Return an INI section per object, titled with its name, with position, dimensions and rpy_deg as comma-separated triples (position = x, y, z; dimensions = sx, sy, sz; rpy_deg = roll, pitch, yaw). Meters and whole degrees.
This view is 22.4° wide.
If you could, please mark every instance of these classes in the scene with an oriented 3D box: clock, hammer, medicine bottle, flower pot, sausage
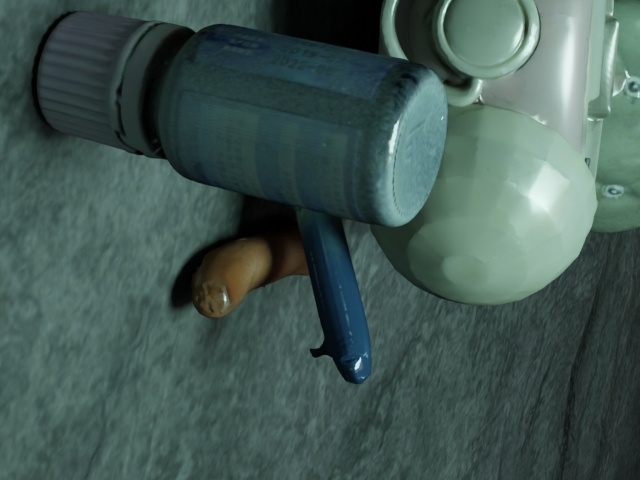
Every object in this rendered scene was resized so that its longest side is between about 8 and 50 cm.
[clock]
position = 0.123, -0.133, 1.107
dimensions = 0.326, 0.184, 0.342
rpy_deg = -21, 111, -83
[hammer]
position = 0.000, 0.000, 1.037
dimensions = 0.116, 0.069, 0.194
rpy_deg = 39, 35, -66
[medicine bottle]
position = -0.043, -0.067, 0.809
dimensions = 0.083, 0.203, 0.083
rpy_deg = 15, 90, -69
[flower pot]
position = 0.238, -0.126, 1.447
dimensions = 0.246, 0.195, 0.246
rpy_deg = 13, 90, -68
[sausage]
position = -0.038, 0.016, 1.081
dimensions = 0.186, 0.043, 0.043
rpy_deg = -21, 122, -64
